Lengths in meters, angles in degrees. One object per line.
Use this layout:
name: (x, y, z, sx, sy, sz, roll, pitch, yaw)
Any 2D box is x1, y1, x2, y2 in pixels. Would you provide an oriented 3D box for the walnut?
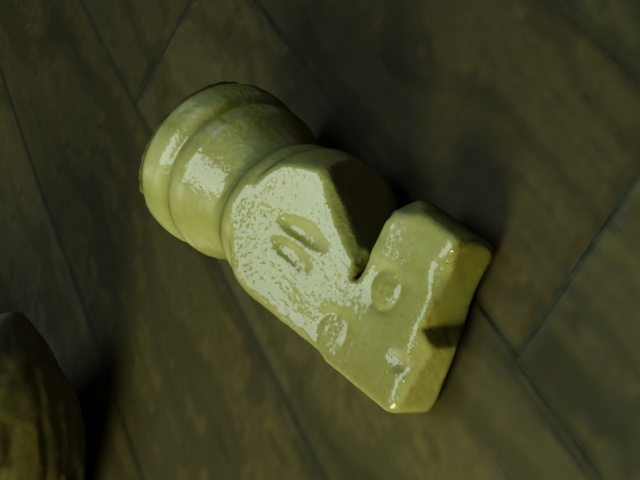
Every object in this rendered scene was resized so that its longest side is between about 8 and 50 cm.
walnut: (-0.226, 0.150, 0.841, 0.178, 0.178, 0.231, 23, 89, 58)

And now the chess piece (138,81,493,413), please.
chess piece: (0.000, 0.000, 0.657, 0.200, 0.090, 0.090, 38, 107, 46)
